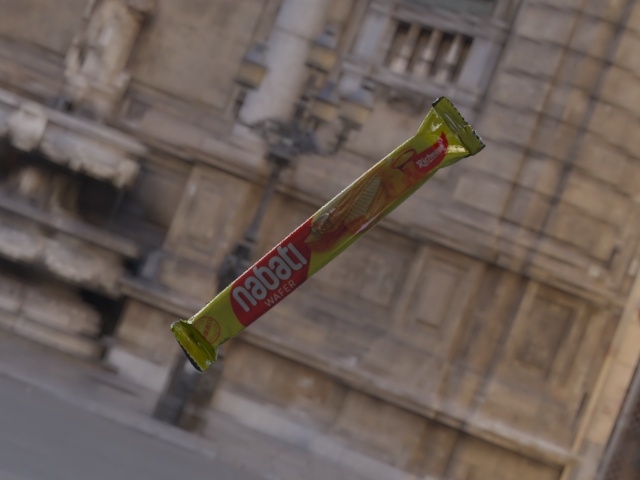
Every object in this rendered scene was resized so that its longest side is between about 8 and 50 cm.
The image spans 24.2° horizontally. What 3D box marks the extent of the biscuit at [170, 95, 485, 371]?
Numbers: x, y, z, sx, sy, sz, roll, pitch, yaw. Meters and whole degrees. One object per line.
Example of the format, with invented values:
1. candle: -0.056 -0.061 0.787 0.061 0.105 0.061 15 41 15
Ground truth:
1. biscuit: 0.000 0.000 1.119 0.048 0.292 0.026 50 21 0
